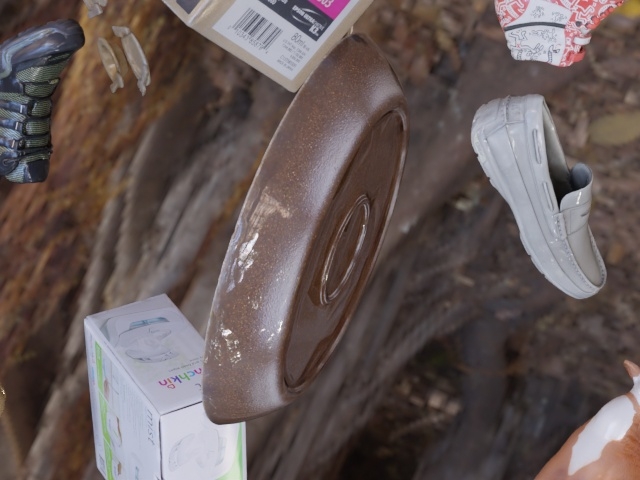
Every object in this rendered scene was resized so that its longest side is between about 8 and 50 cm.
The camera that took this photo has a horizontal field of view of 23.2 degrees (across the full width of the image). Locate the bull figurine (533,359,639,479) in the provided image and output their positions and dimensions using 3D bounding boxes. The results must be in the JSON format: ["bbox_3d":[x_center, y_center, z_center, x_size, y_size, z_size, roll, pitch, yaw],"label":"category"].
[{"bbox_3d":[0.274,0.266,1.575,0.101,0.310,0.188,36,164,40],"label":"bull figurine"}]

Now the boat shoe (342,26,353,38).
[{"bbox_3d":[0.022,-0.311,1.954,0.059,0.063,0.170,45,158,25],"label":"boat shoe"}]

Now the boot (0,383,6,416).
[{"bbox_3d":[-0.466,0.334,2.046,0.269,0.236,0.089,45,179,45],"label":"boot"}]

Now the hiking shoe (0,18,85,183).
[{"bbox_3d":[-0.281,-0.114,1.487,0.227,0.086,0.114,-42,83,30],"label":"hiking shoe"}]

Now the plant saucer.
[{"bbox_3d":[0.000,0.000,1.160,0.050,0.310,0.310,21,162,14],"label":"plant saucer"}]

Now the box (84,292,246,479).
[{"bbox_3d":[-0.202,0.245,2.019,0.231,0.127,0.262,42,141,46],"label":"box"}]

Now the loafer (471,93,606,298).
[{"bbox_3d":[0.306,-0.053,2.024,0.111,0.112,0.319,-16,125,29],"label":"loafer"}]

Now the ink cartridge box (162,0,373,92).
[{"bbox_3d":[-0.043,-0.283,1.650,0.088,0.193,0.234,47,-168,28],"label":"ink cartridge box"}]

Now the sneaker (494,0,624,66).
[{"bbox_3d":[0.389,-0.336,2.252,0.270,0.090,0.145,-8,111,20],"label":"sneaker"}]

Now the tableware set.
[{"bbox_3d":[-0.217,-0.221,1.575,0.169,0.020,0.141,67,162,-5],"label":"tableware set"}]
